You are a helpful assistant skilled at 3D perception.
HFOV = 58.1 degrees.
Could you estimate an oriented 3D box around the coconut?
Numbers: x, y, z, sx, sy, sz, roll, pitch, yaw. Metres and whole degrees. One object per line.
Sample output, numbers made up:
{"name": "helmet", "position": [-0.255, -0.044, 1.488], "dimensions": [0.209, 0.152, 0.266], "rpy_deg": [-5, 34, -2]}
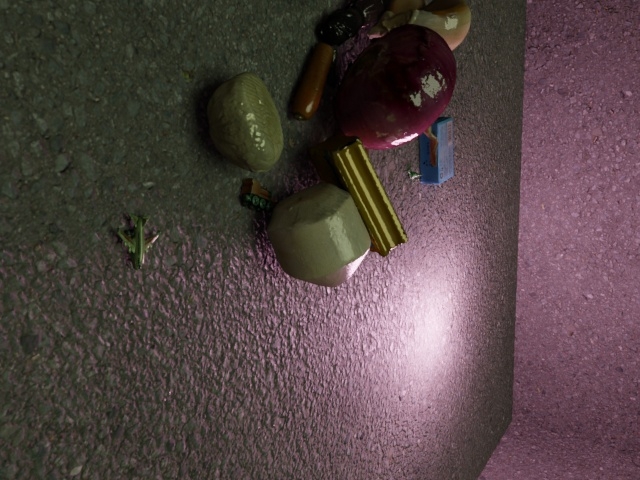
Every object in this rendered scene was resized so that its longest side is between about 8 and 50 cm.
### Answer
{"name": "coconut", "position": [0.000, 0.000, 1.449], "dimensions": [0.237, 0.237, 0.266], "rpy_deg": [-46, 118, -41]}

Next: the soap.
{"name": "soap", "position": [0.098, -0.126, 1.547], "dimensions": [0.096, 0.204, 0.324], "rpy_deg": [-33, 111, -11]}

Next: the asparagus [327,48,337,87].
{"name": "asparagus", "position": [0.035, -0.480, 1.606], "dimensions": [0.025, 0.021, 0.108], "rpy_deg": [-8, 104, -52]}

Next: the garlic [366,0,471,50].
{"name": "garlic", "position": [0.296, -0.654, 1.740], "dimensions": [0.249, 0.286, 0.313], "rpy_deg": [49, 39, -8]}

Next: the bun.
{"name": "bun", "position": [-0.166, -0.248, 1.258], "dimensions": [0.220, 0.134, 0.221], "rpy_deg": [-14, 90, -76]}

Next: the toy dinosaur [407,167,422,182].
{"name": "toy dinosaur", "position": [0.342, -0.246, 2.111], "dimensions": [0.083, 0.021, 0.062], "rpy_deg": [-51, 122, -36]}

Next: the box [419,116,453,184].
{"name": "box", "position": [0.440, -0.341, 2.181], "dimensions": [0.142, 0.083, 0.232], "rpy_deg": [-31, 123, -50]}

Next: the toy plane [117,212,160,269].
{"name": "toy plane", "position": [-0.354, 0.002, 1.116], "dimensions": [0.102, 0.040, 0.111], "rpy_deg": [5, 93, -54]}

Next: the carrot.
{"name": "carrot", "position": [-0.021, -0.408, 1.501], "dimensions": [0.067, 0.067, 0.225], "rpy_deg": [40, 62, -52]}

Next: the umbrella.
{"name": "umbrella", "position": [0.103, -0.635, 1.618], "dimensions": [0.326, 0.090, 0.094], "rpy_deg": [-50, 132, -39]}

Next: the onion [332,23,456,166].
{"name": "onion", "position": [0.216, -0.407, 1.577], "dimensions": [0.345, 0.358, 0.358], "rpy_deg": [13, 86, -41]}

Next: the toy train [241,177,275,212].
{"name": "toy train", "position": [-0.150, -0.106, 1.396], "dimensions": [0.103, 0.044, 0.064], "rpy_deg": [22, 68, -55]}

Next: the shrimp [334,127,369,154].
{"name": "shrimp", "position": [0.072, -0.224, 1.683], "dimensions": [0.145, 0.061, 0.267], "rpy_deg": [36, 70, -43]}
